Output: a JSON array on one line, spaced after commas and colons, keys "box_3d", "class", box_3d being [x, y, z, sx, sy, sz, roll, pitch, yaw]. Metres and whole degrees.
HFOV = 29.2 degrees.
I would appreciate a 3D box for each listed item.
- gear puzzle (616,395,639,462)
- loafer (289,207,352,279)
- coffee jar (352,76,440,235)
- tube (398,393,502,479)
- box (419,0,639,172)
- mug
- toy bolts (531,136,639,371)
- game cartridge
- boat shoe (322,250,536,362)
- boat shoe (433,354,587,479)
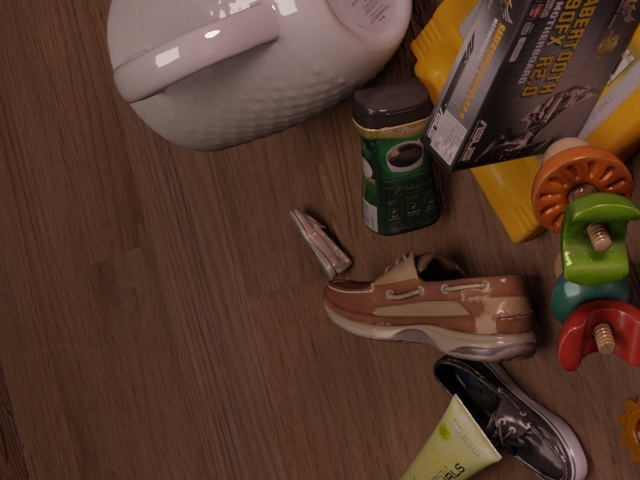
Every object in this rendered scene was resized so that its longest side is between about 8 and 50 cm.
[{"box_3d": [0.435, 0.266, 1.253, 0.339, 0.044, 0.175, 34, 126, 45], "class": "gear puzzle"}, {"box_3d": [0.000, 0.000, 1.727, 0.125, 0.039, 0.045, 57, 171, 29], "class": "loafer"}, {"box_3d": [0.092, -0.104, 1.496, 0.079, 0.096, 0.184, -124, 24, -57], "class": "coffee jar"}, {"box_3d": [0.155, 0.275, 1.537, 0.240, 0.070, 0.062, 117, 171, -56], "class": "tube"}, {"box_3d": [0.216, -0.181, 1.204, 0.056, 0.183, 0.231, 51, 136, 32], "class": "box"}, {"box_3d": [-0.090, -0.256, 1.496, 0.328, 0.374, 0.276, -12, 105, 45], "class": "mug"}, {"box_3d": [0.315, 0.005, 1.271, 0.158, 0.218, 0.228, -95, 8, -51], "class": "toy bolts"}, {"box_3d": [0.246, -0.196, 1.347, 0.324, 0.052, 0.285, -48, 63, 45], "class": "game cartridge"}, {"box_3d": [0.133, 0.068, 1.520, 0.324, 0.123, 0.116, 8, 99, 44], "class": "boat shoe"}, {"box_3d": [0.219, 0.213, 1.473, 0.228, 0.076, 0.080, 51, 135, 30], "class": "boat shoe"}]
